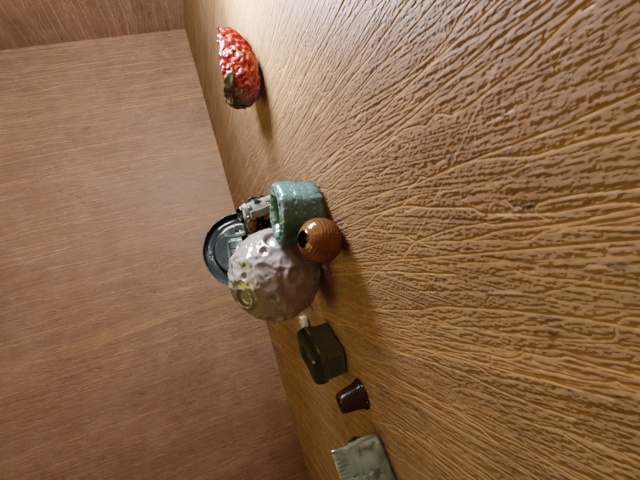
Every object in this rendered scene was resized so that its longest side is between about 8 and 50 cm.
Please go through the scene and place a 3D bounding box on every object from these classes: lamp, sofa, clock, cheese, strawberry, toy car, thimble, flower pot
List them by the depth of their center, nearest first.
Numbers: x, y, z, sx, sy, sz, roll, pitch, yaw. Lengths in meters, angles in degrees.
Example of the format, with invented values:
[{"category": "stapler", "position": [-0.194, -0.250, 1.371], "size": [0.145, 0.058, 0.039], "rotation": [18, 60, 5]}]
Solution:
[{"category": "lamp", "position": [0.000, 0.000, 1.239], "size": [0.136, 0.136, 0.136], "rotation": [165, 90, -74]}, {"category": "thimble", "position": [-0.081, -0.090, 1.373], "size": [0.235, 0.143, 0.199], "rotation": [149, 114, -71]}, {"category": "sofa", "position": [0.130, 0.772, 1.428], "size": [0.225, 0.176, 0.210], "rotation": [112, 139, -64]}, {"category": "flower pot", "position": [0.103, 0.537, 1.457], "size": [0.111, 0.089, 0.111], "rotation": [165, 90, -74]}, {"category": "strawberry", "position": [-0.315, -0.683, 1.667], "size": [0.265, 0.149, 0.336], "rotation": [101, 160, -70]}, {"category": "cheese", "position": [-0.057, 0.440, 1.980], "size": [0.065, 0.043, 0.194], "rotation": [126, 127, -68]}, {"category": "toy car", "position": [-0.276, -0.064, 2.013], "size": [0.118, 0.193, 0.301], "rotation": [31, 136, 47]}, {"category": "clock", "position": [-0.391, 0.049, 2.142], "size": [0.076, 0.386, 0.386], "rotation": [112, 139, -72]}]

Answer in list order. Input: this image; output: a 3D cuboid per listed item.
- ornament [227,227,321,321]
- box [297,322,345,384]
[{"category": "ornament", "position": [-0.160, 0.112, 1.520], "size": [0.337, 0.337, 0.337], "rotation": [165, 90, -74]}, {"category": "box", "position": [0.002, 0.420, 1.615], "size": [0.210, 0.129, 0.148], "rotation": [-129, 28, -55]}]
